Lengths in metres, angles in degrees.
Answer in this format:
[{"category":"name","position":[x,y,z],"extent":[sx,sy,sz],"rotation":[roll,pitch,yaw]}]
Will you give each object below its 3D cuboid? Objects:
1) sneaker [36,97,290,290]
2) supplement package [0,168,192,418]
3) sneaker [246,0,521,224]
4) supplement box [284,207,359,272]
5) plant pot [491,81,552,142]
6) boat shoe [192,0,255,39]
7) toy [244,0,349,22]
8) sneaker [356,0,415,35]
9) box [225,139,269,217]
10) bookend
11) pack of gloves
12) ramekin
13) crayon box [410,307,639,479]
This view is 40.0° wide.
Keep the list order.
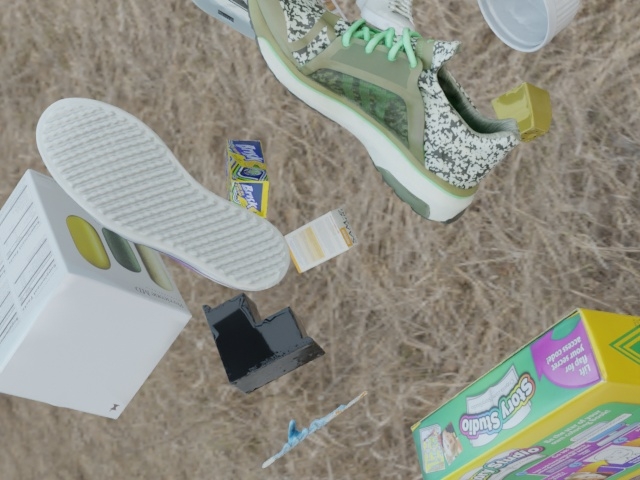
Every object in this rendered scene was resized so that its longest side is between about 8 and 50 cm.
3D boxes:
[{"category":"sneaker","position":[-0.176,-0.038,0.917],"extent":[0.102,0.282,0.161],"rotation":[-54,19,-9]},{"category":"supplement package","position":[-0.347,0.074,1.230],"extent":[0.198,0.199,0.263],"rotation":[-53,42,14]},{"category":"sneaker","position":[0.090,-0.217,1.095],"extent":[0.410,0.158,0.182],"rotation":[42,127,-11]},{"category":"supplement box","position":[0.000,0.000,1.296],"extent":[0.098,0.036,0.062],"rotation":[-26,88,32]},{"category":"plant pot","position":[0.378,-0.229,1.620],"extent":[0.081,0.081,0.083],"rotation":[-27,65,41]},{"category":"boat shoe","position":[-0.200,-0.512,1.868],"extent":[0.219,0.070,0.078],"rotation":[35,157,0]},{"category":"toy","position":[-0.058,-0.390,1.439],"extent":[0.137,0.237,0.056],"rotation":[-16,56,22]},{"category":"sneaker","position":[0.150,-0.509,1.857],"extent":[0.123,0.106,0.290],"rotation":[-55,27,21]},{"category":"box","position":[-0.108,-0.092,1.270],"extent":[0.169,0.054,0.059],"rotation":[-108,21,-63]},{"category":"bookend","position":[-0.098,0.152,1.492],"extent":[0.156,0.072,0.157],"rotation":[-29,60,5]},{"category":"pack of gloves","position":[-0.025,0.368,1.768],"extent":[0.046,0.195,0.232],"rotation":[53,153,10]},{"category":"ramekin","position":[0.414,-0.487,1.730],"extent":[0.207,0.109,0.207],"rotation":[50,162,22]},{"category":"crayon box","position":[0.349,0.229,1.150],"extent":[0.363,0.313,0.106],"rotation":[-50,39,45]}]
